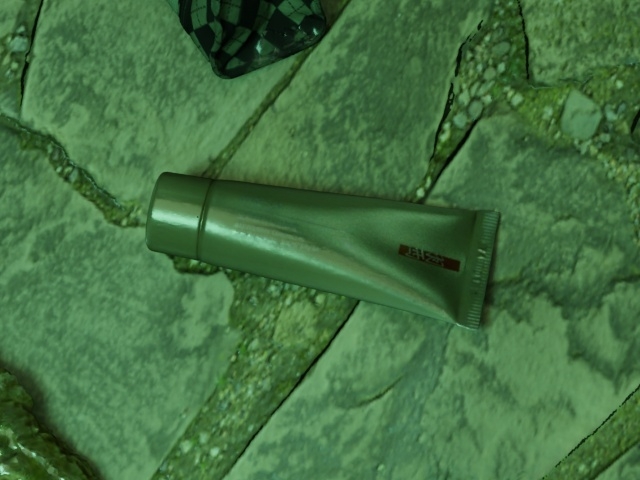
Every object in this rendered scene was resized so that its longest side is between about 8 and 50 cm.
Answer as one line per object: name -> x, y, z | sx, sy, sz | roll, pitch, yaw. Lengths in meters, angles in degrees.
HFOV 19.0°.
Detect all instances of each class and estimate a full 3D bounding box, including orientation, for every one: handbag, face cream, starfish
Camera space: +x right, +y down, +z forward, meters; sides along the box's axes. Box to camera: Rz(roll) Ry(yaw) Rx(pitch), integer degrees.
handbag -> -0.151, -0.411, 1.967 | 0.180, 0.317, 0.416 | -29, 66, -12
face cream -> 0.000, 0.000, 1.906 | 0.341, 0.084, 0.137 | 10, 59, 5
starfish -> -0.368, 0.214, 1.811 | 0.324, 0.082, 0.432 | -21, 62, -32
